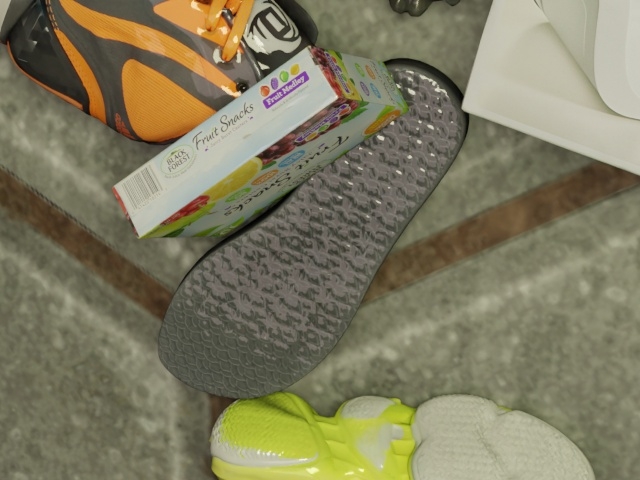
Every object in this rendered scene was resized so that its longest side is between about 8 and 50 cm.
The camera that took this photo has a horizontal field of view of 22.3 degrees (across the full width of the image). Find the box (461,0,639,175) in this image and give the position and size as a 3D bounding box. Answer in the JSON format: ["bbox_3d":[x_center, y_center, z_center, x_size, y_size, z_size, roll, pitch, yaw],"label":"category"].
[{"bbox_3d":[0.235,-0.139,0.799,0.262,0.127,0.231,23,117,14],"label":"box"}]

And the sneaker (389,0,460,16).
[{"bbox_3d":[0.066,-0.250,0.842,0.098,0.135,0.276,8,135,6],"label":"sneaker"}]

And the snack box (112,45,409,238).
[{"bbox_3d":[-0.032,-0.051,0.898,0.141,0.100,0.037,-33,79,22],"label":"snack box"}]

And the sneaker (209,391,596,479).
[{"bbox_3d":[0.052,0.162,1.012,0.240,0.091,0.126,9,130,18],"label":"sneaker"}]

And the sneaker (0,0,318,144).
[{"bbox_3d":[-0.054,-0.184,0.911,0.180,0.124,0.321,39,128,0],"label":"sneaker"}]

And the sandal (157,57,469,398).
[{"bbox_3d":[0.001,0.000,0.987,0.097,0.054,0.254,41,108,-4],"label":"sandal"}]
